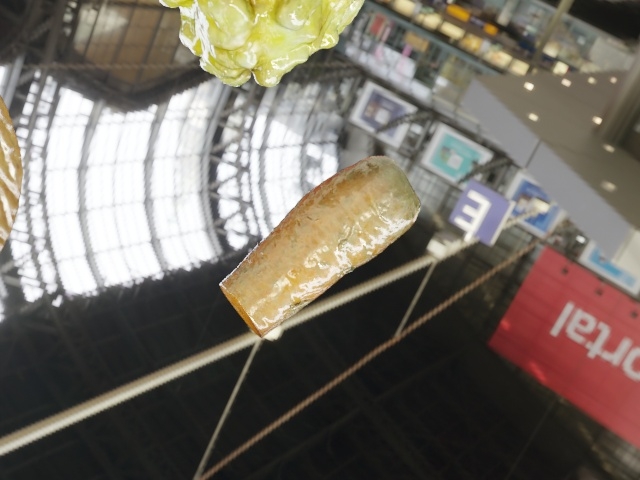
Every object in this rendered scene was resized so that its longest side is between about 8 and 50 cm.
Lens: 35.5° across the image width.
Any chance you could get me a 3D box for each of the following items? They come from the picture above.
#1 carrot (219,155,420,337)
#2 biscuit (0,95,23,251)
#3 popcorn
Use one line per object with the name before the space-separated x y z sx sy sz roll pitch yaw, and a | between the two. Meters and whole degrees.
carrot | 0.000 0.000 1.389 0.139 0.301 0.139 53 172 10
biscuit | -0.351 -0.045 0.739 0.262 0.262 0.037 8 -164 -37
popcorn | -0.072 -0.344 1.239 0.279 0.335 0.274 -19 -109 -21
